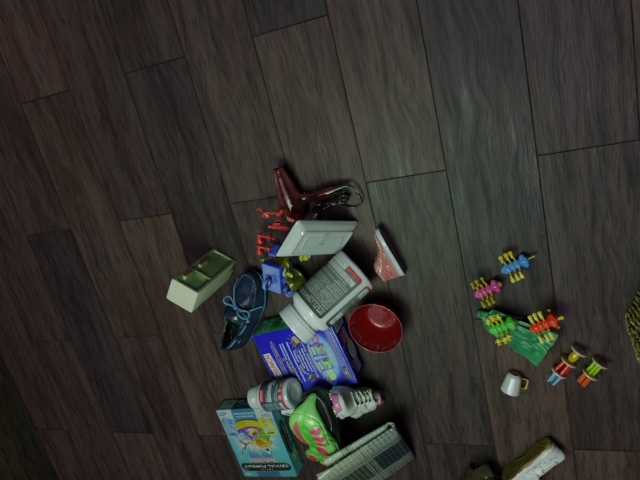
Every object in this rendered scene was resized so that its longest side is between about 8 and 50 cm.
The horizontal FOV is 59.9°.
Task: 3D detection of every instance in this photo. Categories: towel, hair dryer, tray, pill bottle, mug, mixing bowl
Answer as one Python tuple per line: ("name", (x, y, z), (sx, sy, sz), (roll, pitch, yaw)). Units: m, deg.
("towel", (0.160, 0.783, 1.953), (0.324, 0.056, 0.312), (-33, 135, -3))
("hair dryer", (-0.031, -0.140, 1.780), (0.293, 0.080, 0.224), (31, 112, -6))
("tray", (0.000, 0.000, 1.718), (0.030, 0.270, 0.145), (51, 124, 31))
("pill bottle", (-0.164, 0.545, 1.955), (0.180, 0.108, 0.108), (-16, 105, 29))
("pill bottle", (0.015, 0.183, 1.771), (0.283, 0.161, 0.161), (-41, 94, -2))
("mug", (0.623, 0.455, 1.789), (0.062, 0.078, 0.064), (26, 114, 46))
("mixing bowl", (0.193, 0.271, 1.843), (0.181, 0.098, 0.181), (8, 113, 18))

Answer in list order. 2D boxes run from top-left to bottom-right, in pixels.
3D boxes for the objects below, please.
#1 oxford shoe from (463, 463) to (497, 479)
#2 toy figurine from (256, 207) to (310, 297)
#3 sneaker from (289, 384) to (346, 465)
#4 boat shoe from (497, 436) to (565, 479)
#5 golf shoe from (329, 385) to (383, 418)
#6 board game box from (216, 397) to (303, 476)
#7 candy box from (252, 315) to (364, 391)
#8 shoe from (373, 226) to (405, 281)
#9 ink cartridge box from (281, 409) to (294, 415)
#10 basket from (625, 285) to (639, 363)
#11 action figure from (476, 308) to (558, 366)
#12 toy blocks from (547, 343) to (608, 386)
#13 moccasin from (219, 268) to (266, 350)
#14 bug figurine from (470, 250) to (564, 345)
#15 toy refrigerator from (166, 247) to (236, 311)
("oxford shoe", (0.546, 0.850, 1.972), (0.082, 0.096, 0.227), (9, 140, -23))
("toy figurine", (-0.155, 0.099, 1.793), (0.191, 0.217, 0.363), (13, 130, 14))
("sneaker", (0.033, 0.678, 1.993), (0.185, 0.202, 0.483), (14, 144, 22))
("boat shoe", (0.704, 0.779, 1.864), (0.096, 0.098, 0.277), (38, 118, 3))
("golf shoe", (0.125, 0.541, 1.904), (0.140, 0.306, 0.115), (-22, 69, 13))
("board game box", (-0.244, 0.796, 2.244), (0.253, 0.079, 0.336), (-12, 107, 25))
("candy box", (-0.044, 0.390, 1.971), (0.317, 0.122, 0.268), (-16, 107, 25))
("shoe", (0.196, 0.049, 1.767), (0.081, 0.063, 0.178), (-25, 106, 23))
("ink cartridge box", (-0.121, 0.626, 2.153), (0.062, 0.029, 0.115), (8, 115, 17))
("basket", (0.943, 0.207, 1.416), (0.213, 0.299, 0.223), (18, 115, 11))
("action figure", (0.592, 0.276, 1.714), (0.232, 0.063, 0.137), (29, 120, 15))
("toy blocks", (0.781, 0.403, 1.700), (0.123, 0.054, 0.148), (30, 119, 7))
("moccasin", (-0.283, 0.268, 1.997), (0.137, 0.117, 0.342), (29, 120, 30))
("bug figurine", (0.575, 0.178, 1.650), (0.216, 0.072, 0.279), (-26, 82, 24))
("toy refrigerator", (-0.403, 0.128, 1.911), (0.102, 0.269, 0.094), (29, 119, 8))
